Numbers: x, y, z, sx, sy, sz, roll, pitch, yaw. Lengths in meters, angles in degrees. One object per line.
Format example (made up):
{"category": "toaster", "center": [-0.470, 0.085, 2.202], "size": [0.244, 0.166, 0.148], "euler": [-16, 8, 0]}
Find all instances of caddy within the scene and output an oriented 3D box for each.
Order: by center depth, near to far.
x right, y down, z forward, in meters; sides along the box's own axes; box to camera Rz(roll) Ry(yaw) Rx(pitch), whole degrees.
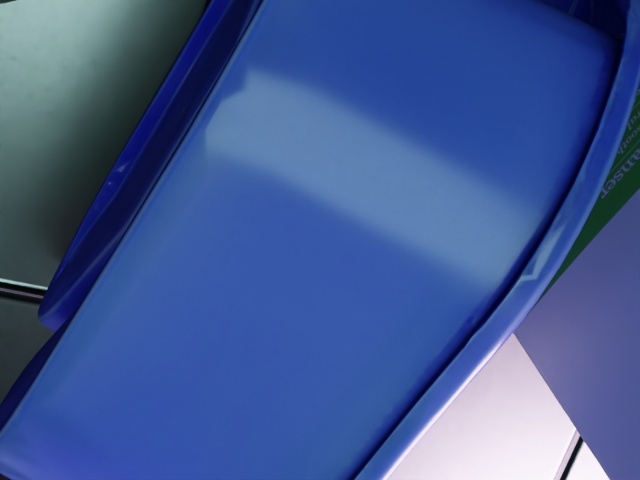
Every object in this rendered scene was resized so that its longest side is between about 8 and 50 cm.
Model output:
{"category": "caddy", "center": [0.000, 0.000, 0.490], "size": [0.179, 0.241, 0.341], "euler": [30, 115, -14]}

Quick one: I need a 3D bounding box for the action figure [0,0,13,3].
{"category": "action figure", "center": [-0.253, -0.122, 0.442], "size": [0.275, 0.164, 0.141], "euler": [20, 90, -8]}

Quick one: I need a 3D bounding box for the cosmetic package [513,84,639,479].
{"category": "cosmetic package", "center": [0.224, 0.051, 0.489], "size": [0.155, 0.365, 0.197], "euler": [34, 104, -23]}
